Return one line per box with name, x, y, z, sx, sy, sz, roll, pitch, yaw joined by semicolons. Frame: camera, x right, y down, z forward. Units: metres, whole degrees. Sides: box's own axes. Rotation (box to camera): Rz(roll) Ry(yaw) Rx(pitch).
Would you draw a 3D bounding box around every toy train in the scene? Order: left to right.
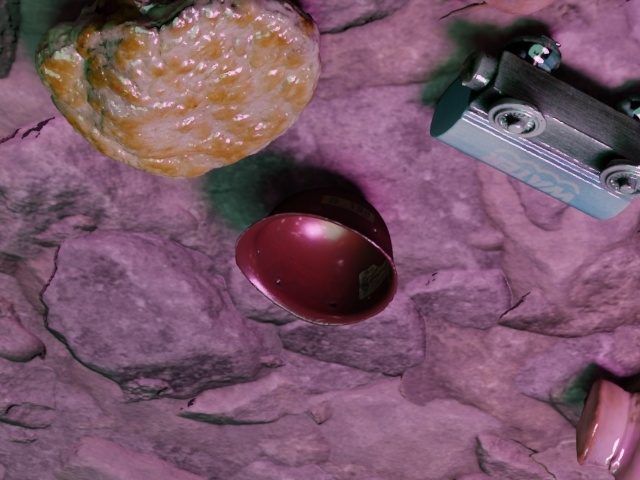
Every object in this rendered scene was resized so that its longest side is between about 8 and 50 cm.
toy train;0.226;-0.102;1.408;0.248;0.101;0.159;26;149;-19

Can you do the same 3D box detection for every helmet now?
helmet;0.000;0.000;1.524;0.175;0.106;0.155;13;134;-3

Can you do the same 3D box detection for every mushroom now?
mushroom;0.428;0.247;1.661;0.236;0.173;0.162;17;134;-10

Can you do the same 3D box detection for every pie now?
pie;-0.129;-0.162;1.375;0.257;0.105;0.274;25;135;-31

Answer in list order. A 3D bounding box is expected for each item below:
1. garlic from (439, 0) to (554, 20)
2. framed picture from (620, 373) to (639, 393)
garlic;0.166;-0.261;1.259;0.128;0.090;0.198;14;145;15
framed picture;0.515;0.167;1.702;0.216;0.016;0.273;27;133;-20
